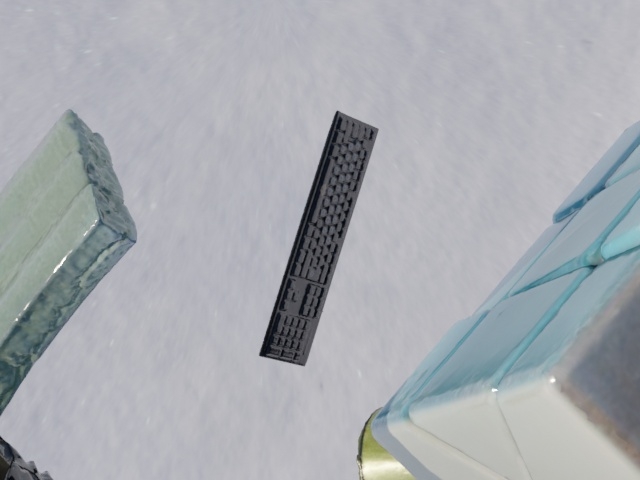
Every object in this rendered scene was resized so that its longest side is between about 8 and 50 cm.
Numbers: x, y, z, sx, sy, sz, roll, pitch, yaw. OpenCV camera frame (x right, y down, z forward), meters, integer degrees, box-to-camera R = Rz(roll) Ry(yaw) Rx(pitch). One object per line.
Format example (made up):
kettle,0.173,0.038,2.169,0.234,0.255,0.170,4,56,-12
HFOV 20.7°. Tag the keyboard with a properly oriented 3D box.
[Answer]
keyboard,0.000,0.000,1.366,0.010,0.064,0.198,17,89,35

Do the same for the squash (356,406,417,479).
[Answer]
squash,0.142,0.152,1.341,0.224,0.094,0.094,-18,99,32

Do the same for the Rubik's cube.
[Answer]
Rubik's cube,0.276,0.095,1.075,0.319,0.322,0.316,44,72,-3

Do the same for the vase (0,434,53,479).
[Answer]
vase,-0.129,0.210,1.114,0.237,0.115,0.115,26,97,-34

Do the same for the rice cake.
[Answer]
rice cake,-0.197,0.037,1.098,0.043,0.127,0.237,22,117,-33
